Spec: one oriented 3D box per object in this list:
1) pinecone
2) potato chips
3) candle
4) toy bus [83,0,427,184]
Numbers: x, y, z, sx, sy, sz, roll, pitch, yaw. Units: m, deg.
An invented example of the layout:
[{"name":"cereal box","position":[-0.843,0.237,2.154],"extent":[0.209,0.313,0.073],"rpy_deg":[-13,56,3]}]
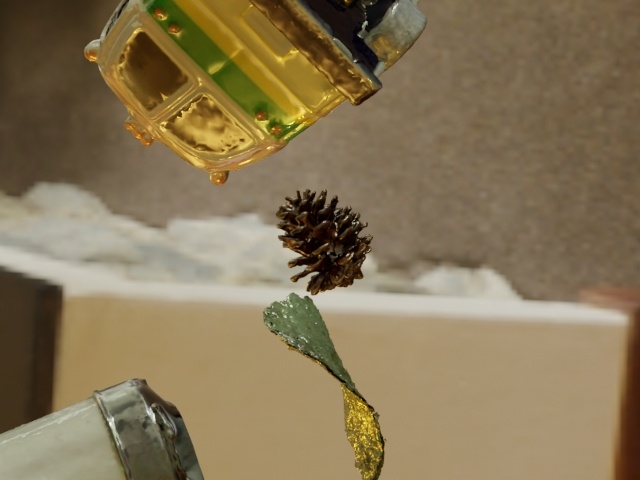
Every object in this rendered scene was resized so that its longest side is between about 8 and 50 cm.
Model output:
[{"name":"pinecone","position":[0.002,-0.001,1.950],"extent":[0.102,0.102,0.109],"rpy_deg":[-39,74,53]},{"name":"potato chips","position":[0.015,0.158,2.051],"extent":[0.228,0.059,0.167],"rpy_deg":[59,-178,3]},{"name":"candle","position":[-0.274,0.271,1.831],"extent":[0.187,0.330,0.187],"rpy_deg":[157,90,-82]},{"name":"toy bus","position":[-0.019,-0.181,1.235],"extent":[0.179,0.143,0.305],"rpy_deg":[-36,17,35]}]
